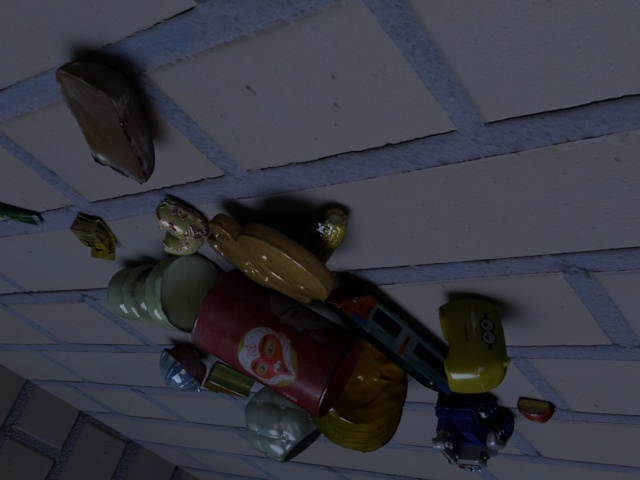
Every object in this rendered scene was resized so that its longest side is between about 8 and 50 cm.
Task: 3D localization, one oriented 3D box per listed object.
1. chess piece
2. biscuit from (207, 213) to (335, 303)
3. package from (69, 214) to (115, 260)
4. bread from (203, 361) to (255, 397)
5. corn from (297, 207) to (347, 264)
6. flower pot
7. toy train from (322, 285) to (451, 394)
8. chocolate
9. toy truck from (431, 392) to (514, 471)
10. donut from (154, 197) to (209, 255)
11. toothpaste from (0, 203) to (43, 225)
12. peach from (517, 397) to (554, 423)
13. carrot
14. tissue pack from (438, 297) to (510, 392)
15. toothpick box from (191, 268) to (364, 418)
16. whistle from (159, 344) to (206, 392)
[{"bbox_3d":[-0.399,0.129,1.883,0.330,0.182,0.182,-4,143,47],"label":"chess piece"},{"bbox_3d":[-0.103,0.046,1.550,0.275,0.052,0.355,42,163,-26],"label":"biscuit"},{"bbox_3d":[-0.535,-0.007,1.847,0.071,0.047,0.131,8,150,18],"label":"package"},{"bbox_3d":[-0.286,0.446,2.435,0.139,0.074,0.084,24,151,-9],"label":"bread"},{"bbox_3d":[0.000,0.000,1.492,0.072,0.072,0.203,24,151,-6],"label":"corn"},{"bbox_3d":[-0.105,0.523,2.282,0.195,0.246,0.246,46,159,21],"label":"flower pot"},{"bbox_3d":[0.163,0.211,1.725,0.409,0.089,0.086,41,167,-31],"label":"toy train"},{"bbox_3d":[-0.353,-0.213,1.341,0.161,0.083,0.261,31,154,18],"label":"chocolate"},{"bbox_3d":[0.381,0.493,1.977,0.161,0.177,0.213,-8,140,40],"label":"toy truck"},{"bbox_3d":[-0.294,-0.017,1.652,0.108,0.065,0.166,21,150,4],"label":"donut"},{"bbox_3d":[-0.783,-0.071,1.914,0.204,0.031,0.049,14,151,9],"label":"toothpaste"},{"bbox_3d":[0.521,0.415,1.886,0.083,0.050,0.077,31,149,-11],"label":"peach"},{"bbox_3d":[0.092,0.381,1.914,0.242,0.241,0.340,16,149,8],"label":"carrot"},{"bbox_3d":[0.306,0.207,1.536,0.127,0.178,0.123,-7,146,10],"label":"tissue pack"},{"bbox_3d":[-0.095,0.225,1.726,0.333,0.204,0.204,28,153,15],"label":"toothpick box"},{"bbox_3d":[-0.419,0.414,2.427,0.142,0.133,0.346,19,161,7],"label":"whistle"}]
